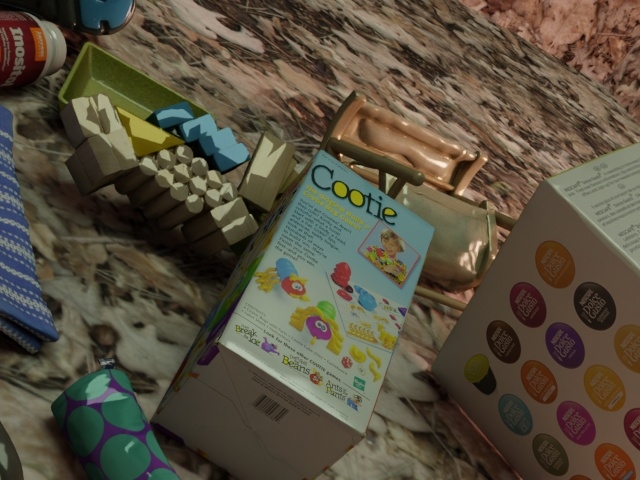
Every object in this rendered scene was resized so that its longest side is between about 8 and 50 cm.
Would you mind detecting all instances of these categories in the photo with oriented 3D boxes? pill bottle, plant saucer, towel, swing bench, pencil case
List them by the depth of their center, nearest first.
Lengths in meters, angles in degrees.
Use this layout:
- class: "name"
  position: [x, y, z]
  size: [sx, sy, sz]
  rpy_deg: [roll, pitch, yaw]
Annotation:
- class: "pencil case"
  position: [-0.145, 0.167, 0.806]
  size: [0.070, 0.064, 0.151]
  rpy_deg: [-12, 52, -38]
- class: "towel"
  position: [-0.329, -0.080, 0.908]
  size: [0.243, 0.040, 0.336]
  rpy_deg: [52, 8, -46]
- class: "pill bottle"
  position: [-0.354, -0.211, 1.167]
  size: [0.086, 0.086, 0.152]
  rpy_deg: [43, 25, 12]
- class: "plant saucer"
  position: [-0.224, -0.144, 1.272]
  size: [0.188, 0.045, 0.188]
  rpy_deg: [29, 26, -16]
- class: "swing bench"
  position: [0.138, -0.045, 1.446]
  size: [0.253, 0.165, 0.254]
  rpy_deg: [21, 23, -30]

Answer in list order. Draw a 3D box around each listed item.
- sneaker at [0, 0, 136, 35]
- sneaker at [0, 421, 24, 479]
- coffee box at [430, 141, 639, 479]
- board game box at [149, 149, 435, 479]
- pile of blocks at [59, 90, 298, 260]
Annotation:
- class: "sneaker"
  position: [-0.406, -0.350, 1.350]
  size: [0.341, 0.125, 0.139]
  rpy_deg: [27, -1, -15]
- class: "sneaker"
  position: [-0.321, 0.104, 0.658]
  size: [0.270, 0.090, 0.145]
  rpy_deg: [41, 25, 16]
- class: "coffee box"
  position: [0.392, 0.108, 1.179]
  size: [0.338, 0.337, 0.334]
  rpy_deg: [-21, 59, -35]
- class: "board game box"
  position: [-0.017, 0.072, 0.965]
  size: [0.144, 0.142, 0.275]
  rpy_deg: [34, 42, -8]
- class: "pile of blocks"
  position: [-0.120, -0.052, 1.149]
  size: [0.362, 0.112, 0.149]
  rpy_deg: [33, 64, -19]
